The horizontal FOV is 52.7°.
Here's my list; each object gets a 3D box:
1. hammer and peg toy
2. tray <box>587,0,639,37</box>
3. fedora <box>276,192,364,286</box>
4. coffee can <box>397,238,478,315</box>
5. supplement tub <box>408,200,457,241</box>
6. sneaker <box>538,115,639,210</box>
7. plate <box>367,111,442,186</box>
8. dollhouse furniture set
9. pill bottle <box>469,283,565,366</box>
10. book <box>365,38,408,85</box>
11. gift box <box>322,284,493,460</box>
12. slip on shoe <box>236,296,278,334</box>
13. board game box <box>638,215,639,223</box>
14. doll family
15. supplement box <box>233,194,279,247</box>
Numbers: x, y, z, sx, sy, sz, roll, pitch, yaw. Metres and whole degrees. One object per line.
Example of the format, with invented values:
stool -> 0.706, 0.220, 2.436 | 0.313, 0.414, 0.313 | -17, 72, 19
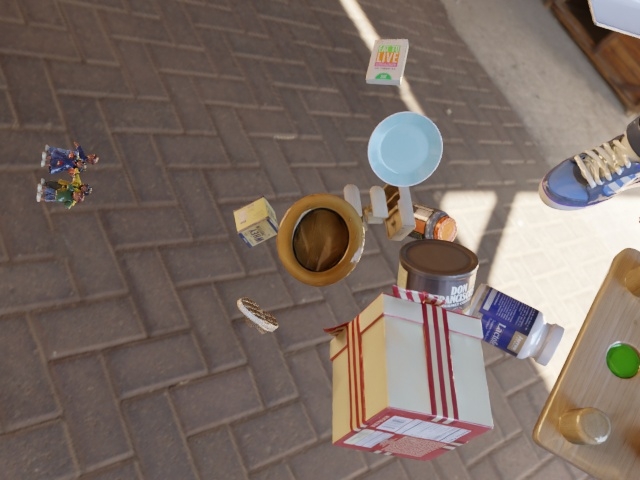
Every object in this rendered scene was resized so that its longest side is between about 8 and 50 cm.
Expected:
hammer and peg toy -> 0.375, 0.218, 0.691 | 0.265, 0.127, 0.362 | 28, 76, 10
tray -> 0.793, -0.581, 1.676 | 0.270, 0.030, 0.145 | 7, 66, -22
fedora -> 0.000, 0.000, 1.360 | 0.194, 0.194, 0.079 | 50, -3, 3
coffee can -> 0.296, 0.161, 1.705 | 0.201, 0.276, 0.202 | 2, 27, -1
supplement tub -> 0.341, -0.053, 2.085 | 0.116, 0.117, 0.190 | 10, 10, -41
sneaker -> 0.627, -0.188, 1.341 | 0.236, 0.322, 0.130 | 74, 1, -64
plate -> 0.208, -0.227, 1.602 | 0.188, 0.188, 0.024 | 35, 14, -17
dollhouse furniture set -> 0.127, -0.095, 1.814 | 0.241, 0.212, 0.161 | 2, 67, -21
pill bottle -> 0.552, 0.246, 1.864 | 0.264, 0.153, 0.153 | 26, 31, 17
book -> 0.184, -0.491, 1.780 | 0.096, 0.035, 0.144 | 6, 63, 13
gift box -> 0.151, 0.243, 1.229 | 0.276, 0.255, 0.258 | 20, 49, -23
slip on shoe -> -0.133, 0.154, 1.289 | 0.052, 0.041, 0.135 | 62, 11, 30
board game box -> 0.728, -0.058, 1.391 | 0.033, 0.133, 0.168 | 49, 6, 29
doll family -> -0.547, -0.144, 1.408 | 0.111, 0.076, 0.193 | 3, 67, -17
supplement box -> -0.149, -0.044, 1.497 | 0.056, 0.083, 0.083 | 54, 13, -45
